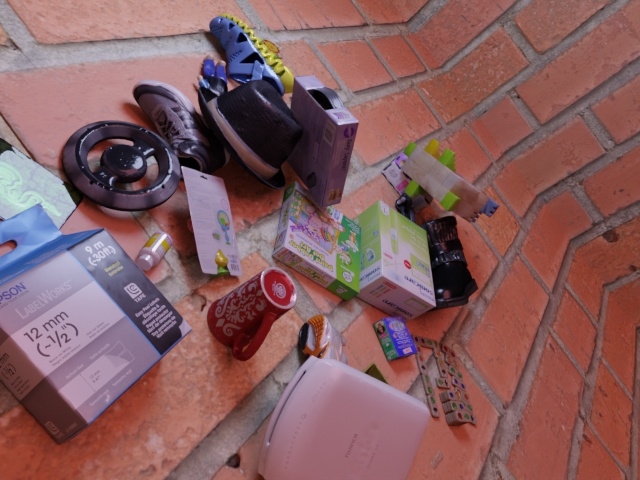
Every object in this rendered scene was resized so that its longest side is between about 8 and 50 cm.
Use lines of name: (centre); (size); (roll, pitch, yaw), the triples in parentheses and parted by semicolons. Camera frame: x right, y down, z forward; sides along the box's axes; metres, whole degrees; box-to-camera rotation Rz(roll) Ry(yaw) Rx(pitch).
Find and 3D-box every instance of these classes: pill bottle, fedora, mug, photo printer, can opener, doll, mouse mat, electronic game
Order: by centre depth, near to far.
mouse mat: (-0.536, -0.091, 1.026); (0.190, 0.007, 0.152); (37, 39, -20)
photo printer: (0.042, 0.376, 1.101); (0.307, 0.107, 0.256); (32, 78, -27)
pill bottle: (-0.328, 0.021, 1.130); (0.043, 0.043, 0.083); (42, 37, -15)
mug: (-0.124, 0.147, 1.144); (0.113, 0.169, 0.150); (-5, 64, -51)
electronic game: (-0.399, -0.155, 1.168); (0.229, 0.048, 0.229); (15, 51, -19)
fedora: (-0.145, -0.284, 1.419); (0.334, 0.152, 0.334); (50, 14, -18)
doll: (-0.279, -0.419, 1.559); (0.129, 0.046, 0.189); (21, 46, -35)
can opener: (0.290, -0.080, 1.898); (0.073, 0.059, 0.186); (27, 42, -32)

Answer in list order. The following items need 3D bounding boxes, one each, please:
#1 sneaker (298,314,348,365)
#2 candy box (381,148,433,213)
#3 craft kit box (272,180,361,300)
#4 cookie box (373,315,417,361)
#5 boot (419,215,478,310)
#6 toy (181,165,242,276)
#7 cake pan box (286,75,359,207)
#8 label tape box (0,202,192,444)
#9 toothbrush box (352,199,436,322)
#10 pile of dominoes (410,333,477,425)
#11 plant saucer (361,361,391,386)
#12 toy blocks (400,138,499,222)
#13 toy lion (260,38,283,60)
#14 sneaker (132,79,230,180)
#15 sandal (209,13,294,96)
sneaker: (0.017, 0.291, 1.248); (0.121, 0.099, 0.262); (39, 40, -30)
candy box: (0.324, -0.213, 2.040); (0.196, 0.070, 0.165); (50, 35, -3)
craft kit box: (0.000, 0.000, 1.511); (0.250, 0.061, 0.246); (32, 43, -26)
cookie box: (0.198, 0.259, 1.521); (0.092, 0.040, 0.107); (2, 58, -48)
boot: (0.360, 0.067, 1.752); (0.348, 0.131, 0.260); (-18, 91, -64)
toy: (-0.248, -0.032, 1.250); (0.137, 0.056, 0.237); (12, 57, -60)
cake pan box: (-0.008, -0.263, 1.496); (0.070, 0.266, 0.245); (-15, 46, -27)
label tape box: (-0.411, 0.099, 0.911); (0.347, 0.115, 0.249); (51, 36, -5)
toothbrush box: (0.202, 0.058, 1.630); (0.206, 0.122, 0.283); (31, 42, -28)
pile of dominoes: (0.354, 0.383, 1.593); (0.196, 0.040, 0.251); (18, 48, -39)
plant saucer: (0.118, 0.400, 1.307); (0.188, 0.045, 0.188); (56, 35, 4)
toy blocks: (0.438, -0.162, 1.875); (0.261, 0.190, 0.381); (27, 16, -29)
toy lion: (-0.170, -0.622, 1.872); (0.100, 0.034, 0.096); (4, 50, -46)
sneaker: (-0.329, -0.241, 1.300); (0.268, 0.101, 0.153); (43, 34, -18)
sandal: (-0.217, -0.516, 1.654); (0.317, 0.138, 0.126); (47, -9, 8)
